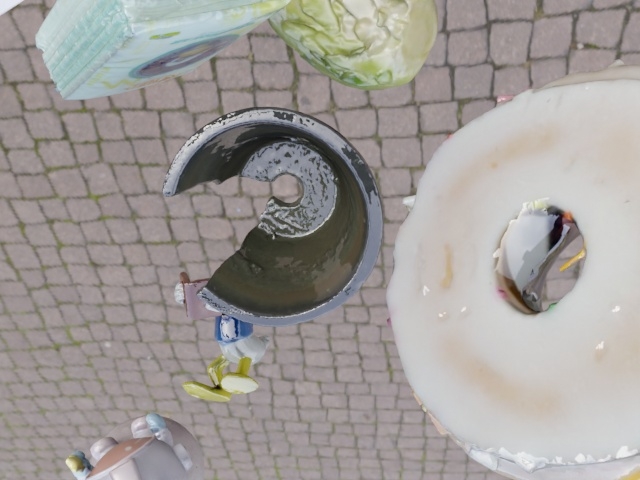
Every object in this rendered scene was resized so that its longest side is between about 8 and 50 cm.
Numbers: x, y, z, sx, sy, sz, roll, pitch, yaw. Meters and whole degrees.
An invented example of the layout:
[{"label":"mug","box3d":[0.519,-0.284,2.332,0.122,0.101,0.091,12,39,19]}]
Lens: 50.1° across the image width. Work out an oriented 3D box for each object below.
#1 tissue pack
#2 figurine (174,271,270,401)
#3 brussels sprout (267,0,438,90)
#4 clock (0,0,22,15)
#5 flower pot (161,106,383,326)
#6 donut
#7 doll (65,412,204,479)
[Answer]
[{"label":"tissue pack","box3d":[-0.278,-0.368,1.140,0.388,0.287,0.162,-8,104,56]},{"label":"figurine","box3d":[-0.209,0.138,1.477,0.205,0.338,0.283,-10,136,33]},{"label":"brussels sprout","box3d":[0.076,-0.461,1.394,0.315,0.371,0.275,10,113,-58]},{"label":"clock","box3d":[-0.190,-0.280,0.205,0.184,0.325,0.342,-31,155,5]},{"label":"flower pot","box3d":[-0.063,-0.065,1.233,0.380,0.251,0.379,2,107,6]},{"label":"donut","box3d":[0.230,0.032,0.618,0.383,0.382,0.142,-33,142,32]},{"label":"doll","box3d":[-0.202,0.273,0.776,0.151,0.150,0.287,15,165,-7]}]
